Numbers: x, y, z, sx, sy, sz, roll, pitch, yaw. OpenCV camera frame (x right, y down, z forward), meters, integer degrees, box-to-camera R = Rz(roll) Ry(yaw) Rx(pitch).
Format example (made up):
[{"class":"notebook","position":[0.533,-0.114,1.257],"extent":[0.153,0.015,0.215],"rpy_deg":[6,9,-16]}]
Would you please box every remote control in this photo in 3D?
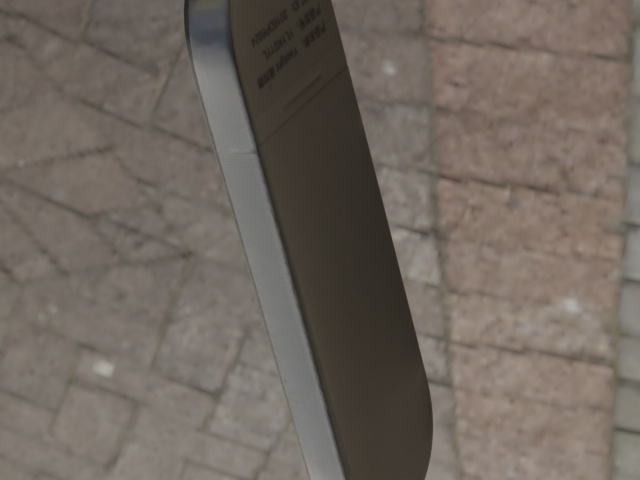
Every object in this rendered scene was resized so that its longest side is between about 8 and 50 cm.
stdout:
[{"class":"remote control","position":[0.000,0.000,0.654],"extent":[0.022,0.077,0.245],"rpy_deg":[-1,118,29]}]
